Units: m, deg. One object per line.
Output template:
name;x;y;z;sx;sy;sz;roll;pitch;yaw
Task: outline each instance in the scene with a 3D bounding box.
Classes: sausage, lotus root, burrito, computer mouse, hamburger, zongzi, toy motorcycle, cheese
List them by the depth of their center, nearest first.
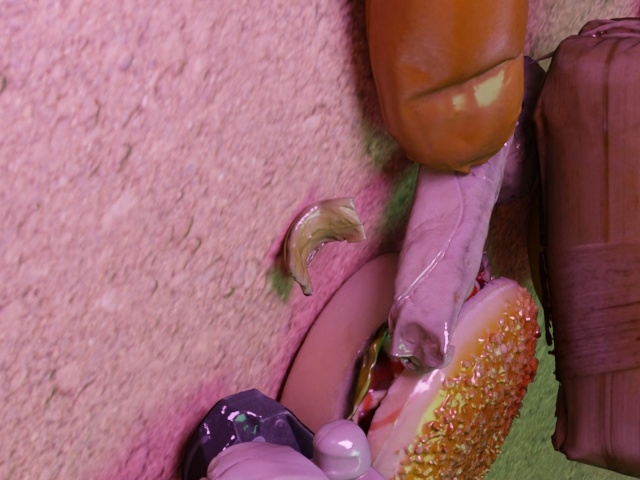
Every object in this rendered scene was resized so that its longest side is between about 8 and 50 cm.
sausage;0.100;-0.184;1.409;0.134;0.116;0.354;-25;145;-16
toy motorcycle;-0.012;0.256;1.450;0.341;0.108;0.223;38;84;-41
cheese;0.000;-0.001;1.483;0.084;0.041;0.060;-44;145;-4
computer mouse;-0.062;0.219;1.517;0.126;0.071;0.231;-38;133;-29
burrito;0.109;-0.007;1.538;0.059;0.082;0.275;52;43;-41
hamburger;0.088;0.152;1.640;0.302;0.170;0.302;-43;148;-37
lotus root;0.181;-0.111;1.685;0.143;0.070;0.144;-58;154;-13
zongzi;0.379;-0.039;1.723;0.467;0.218;0.500;-9;94;-56

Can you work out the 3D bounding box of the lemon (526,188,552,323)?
lemon;0.334;0.005;1.895;0.236;0.236;0.263;-1;111;-62
